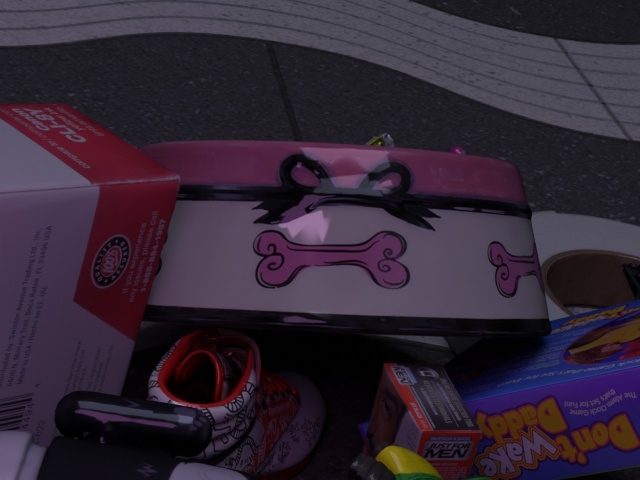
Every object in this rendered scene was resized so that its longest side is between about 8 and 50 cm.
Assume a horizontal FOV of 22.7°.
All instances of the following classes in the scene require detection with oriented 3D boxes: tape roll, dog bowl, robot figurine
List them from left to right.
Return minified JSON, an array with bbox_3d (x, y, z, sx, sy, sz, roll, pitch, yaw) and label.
[{"bbox_3d":[-0.137,0.224,1.064,0.278,0.173,0.209,11,23,-4],"label":"robot figurine"},{"bbox_3d":[0.000,0.000,1.390,0.408,0.150,0.408,3,-1,0],"label":"dog bowl"},{"bbox_3d":[0.317,0.089,1.649,0.392,0.072,0.392,10,27,-5],"label":"tape roll"}]

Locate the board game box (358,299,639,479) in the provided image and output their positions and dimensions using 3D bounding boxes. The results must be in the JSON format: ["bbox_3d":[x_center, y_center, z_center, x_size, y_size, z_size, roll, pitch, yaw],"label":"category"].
[{"bbox_3d":[0.237,0.118,1.324,0.347,0.078,0.233,-17,6,38],"label":"board game box"}]

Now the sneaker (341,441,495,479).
[{"bbox_3d":[0.115,0.242,1.082,0.146,0.134,0.343,28,-2,27],"label":"sneaker"}]

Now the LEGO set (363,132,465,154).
[{"bbox_3d":[0.098,-0.055,1.723,0.132,0.107,0.287,-17,13,7],"label":"LEGO set"}]

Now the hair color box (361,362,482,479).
[{"bbox_3d":[0.067,0.188,1.227,0.053,0.167,0.093,3,28,-20],"label":"hair color box"}]

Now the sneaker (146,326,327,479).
[{"bbox_3d":[-0.060,0.130,1.308,0.090,0.145,0.270,25,28,22],"label":"sneaker"}]

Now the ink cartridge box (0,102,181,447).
[{"bbox_3d":[-0.319,0.055,1.135,0.160,0.279,0.384,34,25,34],"label":"ink cartridge box"}]

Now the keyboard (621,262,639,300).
[{"bbox_3d":[0.407,0.060,1.643,0.180,0.023,0.108,9,27,-7],"label":"keyboard"}]
